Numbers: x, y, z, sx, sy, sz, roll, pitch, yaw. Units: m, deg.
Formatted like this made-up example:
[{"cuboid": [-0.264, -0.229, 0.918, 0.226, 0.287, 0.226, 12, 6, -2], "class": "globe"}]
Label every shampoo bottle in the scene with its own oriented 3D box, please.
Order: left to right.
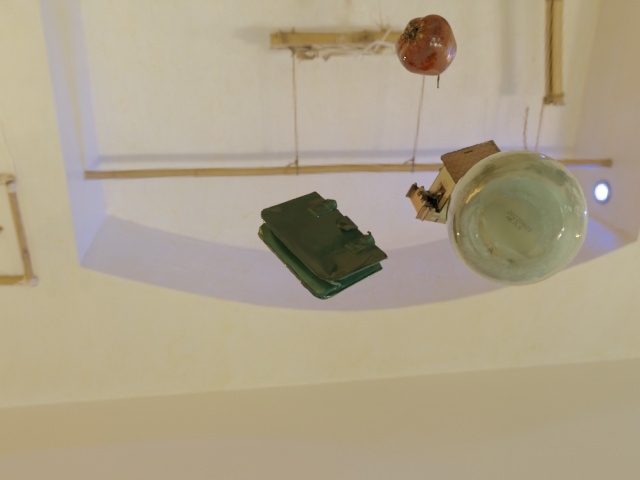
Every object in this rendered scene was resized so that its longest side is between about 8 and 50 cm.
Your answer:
[{"cuboid": [0.458, -0.050, 1.377, 0.323, 0.322, 0.317, 10, -164, 21], "class": "shampoo bottle"}]

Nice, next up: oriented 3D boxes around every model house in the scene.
[{"cuboid": [0.442, -0.165, 1.675, 0.326, 0.244, 0.169, 10, -138, -21], "class": "model house"}]

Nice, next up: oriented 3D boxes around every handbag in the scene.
[{"cuboid": [-0.001, 0.000, 1.607, 0.238, 0.089, 0.326, -26, -127, -32], "class": "handbag"}]

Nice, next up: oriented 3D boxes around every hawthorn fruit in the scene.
[{"cuboid": [0.306, -0.516, 1.595, 0.203, 0.162, 0.163, 23, -179, -45], "class": "hawthorn fruit"}]
